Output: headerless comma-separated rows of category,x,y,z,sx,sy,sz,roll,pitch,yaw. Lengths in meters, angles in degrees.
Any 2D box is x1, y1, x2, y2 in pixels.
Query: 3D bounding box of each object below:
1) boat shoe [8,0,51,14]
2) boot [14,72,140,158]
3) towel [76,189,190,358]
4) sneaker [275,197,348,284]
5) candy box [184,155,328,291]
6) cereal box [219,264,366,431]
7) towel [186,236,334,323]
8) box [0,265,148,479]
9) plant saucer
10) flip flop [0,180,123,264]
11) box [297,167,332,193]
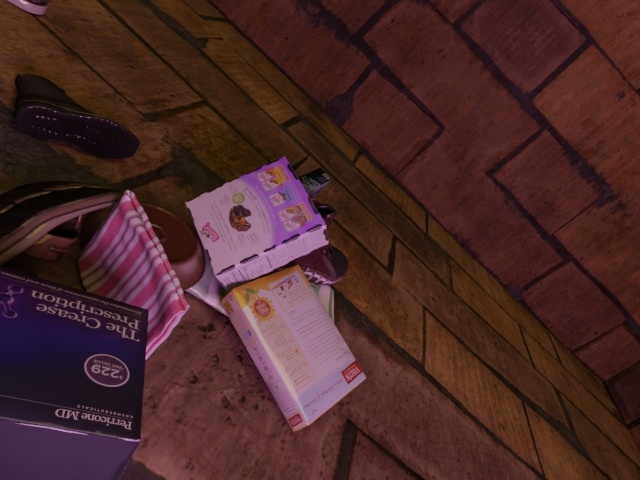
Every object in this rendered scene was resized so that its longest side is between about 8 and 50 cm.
boat shoe,-0.703,-0.592,0.939,0.324,0.096,0.117,26,30,-38
boot,-0.430,-0.227,0.837,0.197,0.077,0.137,19,30,-48
towel,-0.245,0.051,0.592,0.029,0.144,0.197,7,43,-56
sneaker,0.000,0.000,0.960,0.281,0.162,0.106,12,40,-49
candy box,-0.110,-0.031,0.811,0.165,0.196,0.070,61,-8,28
cereal box,-0.041,0.169,0.795,0.173,0.047,0.240,-17,72,-52
towel,-0.099,0.090,0.906,0.324,0.038,0.248,36,26,-20
box,-0.292,0.108,0.397,0.261,0.103,0.184,23,20,-27
plant saucer,-0.268,-0.003,0.743,0.198,0.036,0.199,27,29,-16
flip flop,-0.358,-0.003,0.575,0.112,0.080,0.277,11,33,16
box,-0.070,-0.083,1.079,0.044,0.159,0.233,46,23,1
